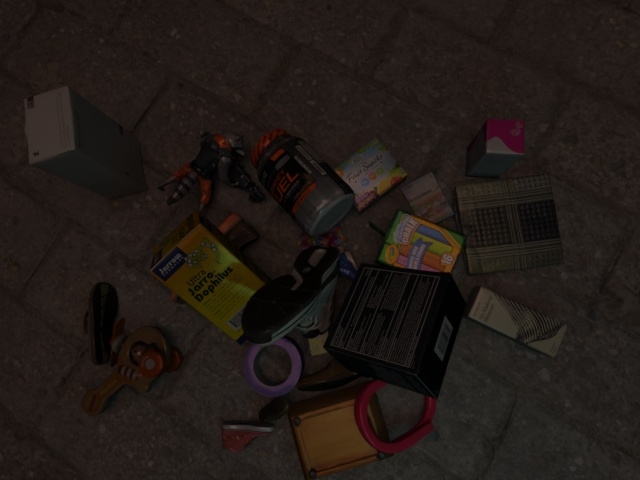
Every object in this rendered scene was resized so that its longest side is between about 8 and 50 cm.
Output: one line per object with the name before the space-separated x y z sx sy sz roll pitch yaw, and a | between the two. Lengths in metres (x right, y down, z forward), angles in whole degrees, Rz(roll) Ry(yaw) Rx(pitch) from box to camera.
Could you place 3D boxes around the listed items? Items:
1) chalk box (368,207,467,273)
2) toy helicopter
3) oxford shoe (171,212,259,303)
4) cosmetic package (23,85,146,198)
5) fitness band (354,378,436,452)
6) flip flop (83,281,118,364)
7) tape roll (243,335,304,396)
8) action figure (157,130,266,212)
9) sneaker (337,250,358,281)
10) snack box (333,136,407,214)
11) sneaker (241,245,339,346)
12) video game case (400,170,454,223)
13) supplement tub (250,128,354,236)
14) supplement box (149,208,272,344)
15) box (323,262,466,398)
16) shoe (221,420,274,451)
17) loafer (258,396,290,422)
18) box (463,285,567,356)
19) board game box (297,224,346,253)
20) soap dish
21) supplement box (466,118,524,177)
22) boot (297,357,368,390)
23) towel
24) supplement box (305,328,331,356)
chalk box | 0.278 0.019 1.306 0.288 0.180 0.179 23 89 10
toy helicopter | -0.652 0.421 1.358 0.355 0.140 0.235 -44 78 0
oxford shoe | -0.354 0.083 1.390 0.132 0.130 0.364 38 86 4
cosmetic package | -0.751 -0.298 1.355 0.156 0.385 0.218 -14 80 3
fitness band | 0.231 0.497 1.234 0.290 0.054 0.209 -16 77 -30
flip flop | -0.762 0.282 1.414 0.079 0.112 0.278 -3 86 20
tape roll | -0.148 0.401 1.340 0.188 0.080 0.189 -1 81 5
action figure | -0.360 -0.223 1.418 0.341 0.178 0.330 39 96 12
sneaker | 0.088 0.116 1.373 0.084 0.058 0.152 -25 75 -5
snack box | 0.162 -0.220 1.417 0.207 0.070 0.175 -36 80 -2
sneaker | -0.049 0.218 1.191 0.168 0.447 0.258 6 117 26
video game case | 0.361 -0.134 1.399 0.119 0.015 0.167 -27 79 13
supplement tub | -0.066 -0.195 1.357 0.207 0.207 0.338 -42 74 -2
supplement box | -0.311 0.110 1.260 0.195 0.194 0.356 -44 116 -2
box | 0.216 0.241 1.178 0.293 0.183 0.297 6 57 39
shoe | -0.231 0.626 1.321 0.177 0.063 0.081 -3 82 10
loafer | -0.138 0.534 1.307 0.148 0.050 0.056 -37 49 35
box | 0.596 0.249 1.286 0.274 0.094 0.113 24 85 8
board game box | 0.000 0.000 1.400 0.168 0.033 0.133 -24 67 1
soap dish | 0.056 0.590 1.270 0.290 0.118 0.229 -17 79 1
supplement box | 0.549 -0.286 1.314 0.113 0.220 0.112 5 82 6
boot | 0.066 0.399 1.320 0.304 0.112 0.115 -17 63 -4
towel | 0.612 -0.055 1.365 0.323 0.056 0.313 -6 83 2
supplement box | -0.002 0.327 1.349 0.083 0.056 0.084 -12 80 3
